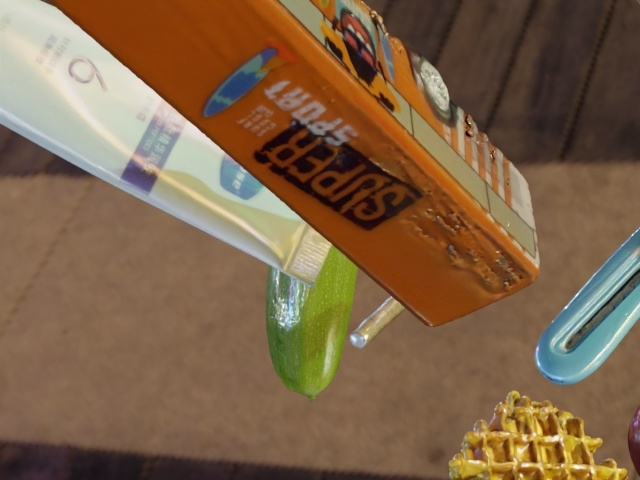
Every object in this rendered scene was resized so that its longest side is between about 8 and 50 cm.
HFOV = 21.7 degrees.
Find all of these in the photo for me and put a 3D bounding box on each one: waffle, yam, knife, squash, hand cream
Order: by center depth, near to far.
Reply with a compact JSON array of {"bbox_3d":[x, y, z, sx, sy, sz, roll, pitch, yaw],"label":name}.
[{"bbox_3d":[-0.129,-0.082,1.034,0.320,0.067,0.109,27,58,-4],"label":"hand cream"},{"bbox_3d":[0.234,0.020,1.181,0.222,0.031,0.064,-42,49,-15],"label":"knife"},{"bbox_3d":[-0.002,-0.001,1.431,0.082,0.293,0.082,9,23,-4],"label":"squash"},{"bbox_3d":[0.063,0.071,1.624,0.021,0.021,0.116,2,27,33],"label":"yam"},{"bbox_3d":[0.233,0.274,1.724,0.231,0.228,0.051,-43,-2,-42],"label":"waffle"}]

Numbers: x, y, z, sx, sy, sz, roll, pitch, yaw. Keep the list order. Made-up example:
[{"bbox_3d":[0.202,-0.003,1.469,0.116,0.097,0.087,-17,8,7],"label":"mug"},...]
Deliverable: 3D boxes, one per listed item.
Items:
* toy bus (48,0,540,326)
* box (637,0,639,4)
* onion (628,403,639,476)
[{"bbox_3d":[-0.021,-0.092,0.835,0.093,0.409,0.092,-26,47,25],"label":"toy bus"},{"bbox_3d":[0.230,-0.204,1.040,0.115,0.177,0.036,-25,75,16],"label":"box"},{"bbox_3d":[0.278,0.139,1.158,0.131,0.131,0.131,-17,40,15],"label":"onion"}]
